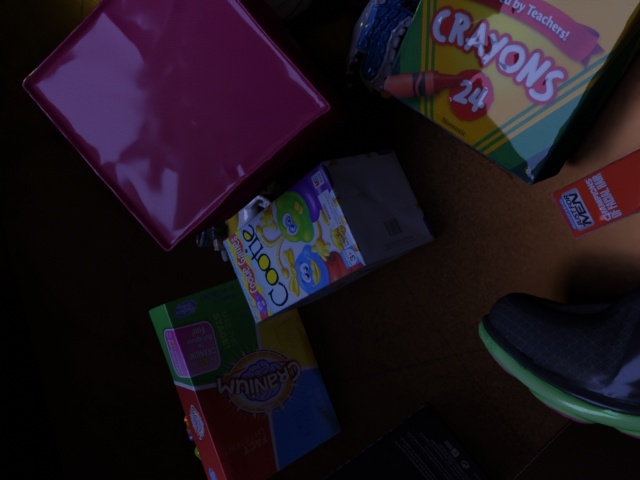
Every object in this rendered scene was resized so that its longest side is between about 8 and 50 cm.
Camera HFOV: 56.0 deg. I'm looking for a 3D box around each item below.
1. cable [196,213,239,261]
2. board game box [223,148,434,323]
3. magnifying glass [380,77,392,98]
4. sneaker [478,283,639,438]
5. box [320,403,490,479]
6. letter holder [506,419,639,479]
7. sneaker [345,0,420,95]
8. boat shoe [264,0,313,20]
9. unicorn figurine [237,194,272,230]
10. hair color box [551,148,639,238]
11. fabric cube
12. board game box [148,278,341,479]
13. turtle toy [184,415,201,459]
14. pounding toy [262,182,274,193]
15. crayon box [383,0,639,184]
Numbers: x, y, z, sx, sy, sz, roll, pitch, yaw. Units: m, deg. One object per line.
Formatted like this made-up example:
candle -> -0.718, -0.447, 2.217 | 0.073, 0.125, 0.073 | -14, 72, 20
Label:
cable -> -0.196, -0.098, 1.142 | 0.139, 0.072, 0.288 | -15, 80, 54
board game box -> 0.000, 0.000, 0.872 | 0.275, 0.144, 0.142 | -33, 78, 48
magnifying glass -> 0.153, -0.230, 0.710 | 0.231, 0.026, 0.092 | -23, 86, 50
sneaker -> 0.363, 0.071, 0.502 | 0.482, 0.185, 0.203 | -3, 83, 45
box -> 0.037, 0.448, 0.862 | 0.179, 0.312, 0.343 | 50, 135, 23
letter holder -> 0.343, 0.296, 0.540 | 0.301, 0.214, 0.152 | 6, 107, 47
sneaker -> 0.078, -0.281, 0.748 | 0.191, 0.071, 0.083 | -57, 28, 29
boat shoe -> -0.093, -0.361, 0.898 | 0.226, 0.075, 0.083 | -6, 99, 49
unicorn figurine -> -0.117, -0.051, 1.045 | 0.111, 0.060, 0.162 | 11, 95, 26
hair color box -> 0.309, -0.063, 0.543 | 0.167, 0.093, 0.053 | -35, 76, 48
fabric cube -> -0.142, -0.179, 0.766 | 0.259, 0.258, 0.254 | -39, 93, 12
board game box -> -0.119, 0.224, 1.012 | 0.064, 0.242, 0.317 | -23, 87, 49
turtle toy -> -0.272, 0.442, 1.395 | 0.095, 0.066, 0.130 | -18, 90, 50
pounding toy -> -0.131, -0.208, 0.993 | 0.181, 0.094, 0.206 | 39, 120, 39
crayon box -> 0.212, -0.241, 0.572 | 0.202, 0.081, 0.319 | 40, 125, 26
